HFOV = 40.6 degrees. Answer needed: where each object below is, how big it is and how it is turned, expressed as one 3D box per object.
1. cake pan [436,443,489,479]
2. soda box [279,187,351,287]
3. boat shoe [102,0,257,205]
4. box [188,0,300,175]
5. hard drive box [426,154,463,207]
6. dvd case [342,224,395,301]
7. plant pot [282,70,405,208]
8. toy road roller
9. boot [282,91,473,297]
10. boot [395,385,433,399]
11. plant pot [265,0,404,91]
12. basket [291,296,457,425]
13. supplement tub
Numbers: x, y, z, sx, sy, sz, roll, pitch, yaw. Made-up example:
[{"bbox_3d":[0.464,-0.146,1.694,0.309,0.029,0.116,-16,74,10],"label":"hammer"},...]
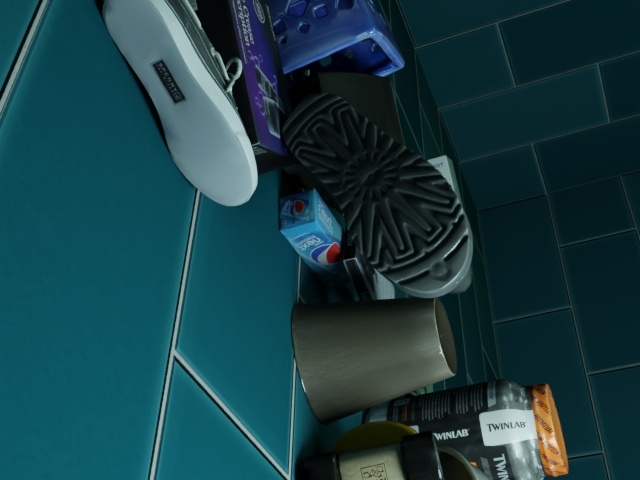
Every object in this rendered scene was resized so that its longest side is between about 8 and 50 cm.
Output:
[{"bbox_3d":[0.194,0.481,1.396,0.054,0.293,0.293,16,52,-26],"label":"cake pan"},{"bbox_3d":[0.000,0.000,1.506,0.210,0.067,0.071,53,28,-51],"label":"soda box"},{"bbox_3d":[-0.156,-0.190,1.084,0.306,0.113,0.105,58,37,-22],"label":"boat shoe"},{"bbox_3d":[-0.123,-0.236,1.252,0.184,0.103,0.261,12,65,-74],"label":"box"},{"bbox_3d":[0.278,-0.086,2.274,0.089,0.181,0.232,12,64,-70],"label":"hard drive box"},{"bbox_3d":[0.093,0.067,1.592,0.179,0.029,0.238,-84,157,-52],"label":"dvd case"},{"bbox_3d":[0.015,-0.190,1.512,0.167,0.188,0.187,15,57,-44],"label":"plant pot"},{"bbox_3d":[0.112,0.437,1.298,0.240,0.202,0.329,48,29,-78],"label":"toy road roller"},{"bbox_3d":[0.144,0.002,1.333,0.367,0.146,0.445,56,3,31],"label":"boot"},{"bbox_3d":[0.195,0.301,1.832,0.123,0.095,0.258,-15,91,-80],"label":"boot"},{"bbox_3d":[-0.008,-0.384,1.527,0.236,0.236,0.212,12,60,-71],"label":"plant pot"},{"bbox_3d":[0.092,0.176,1.381,0.154,0.227,0.204,-21,97,-73],"label":"basket"},{"bbox_3d":[0.266,0.372,1.587,0.207,0.338,0.207,-15,90,-73],"label":"supplement tub"}]
